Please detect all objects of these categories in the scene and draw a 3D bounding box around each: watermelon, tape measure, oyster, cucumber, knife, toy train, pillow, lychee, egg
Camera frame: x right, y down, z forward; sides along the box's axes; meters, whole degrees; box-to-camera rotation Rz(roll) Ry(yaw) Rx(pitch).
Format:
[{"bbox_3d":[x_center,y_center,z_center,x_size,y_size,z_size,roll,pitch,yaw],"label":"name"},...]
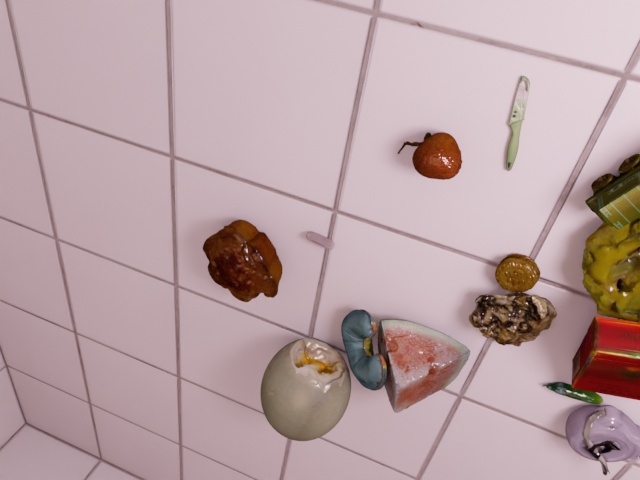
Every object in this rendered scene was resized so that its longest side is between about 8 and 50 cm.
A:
[{"bbox_3d":[0.270,0.361,1.424,0.261,0.201,0.213,13,135,11],"label":"watermelon"},{"bbox_3d":[0.764,0.533,1.373,0.196,0.105,0.178,34,133,-11],"label":"tape measure"},{"bbox_3d":[0.489,0.210,1.285,0.214,0.083,0.223,-15,133,40],"label":"oyster"},{"bbox_3d":[0.684,0.411,1.378,0.155,0.037,0.037,13,126,15],"label":"cucumber"},{"bbox_3d":[0.411,-0.242,1.075,0.030,0.014,0.207,10,124,17],"label":"knife"},{"bbox_3d":[0.628,-0.110,0.987,0.090,0.137,0.225,41,128,-6],"label":"toy train"},{"bbox_3d":[0.127,0.314,1.461,0.214,0.086,0.234,135,123,-71],"label":"pillow"},{"bbox_3d":[0.245,-0.189,1.126,0.140,0.101,0.114,33,124,5],"label":"lychee"},{"bbox_3d":[-0.053,0.478,1.595,0.278,0.278,0.336,26,123,6],"label":"egg"}]

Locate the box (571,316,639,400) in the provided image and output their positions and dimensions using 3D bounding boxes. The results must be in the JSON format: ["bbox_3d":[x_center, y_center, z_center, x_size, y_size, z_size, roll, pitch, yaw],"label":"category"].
[{"bbox_3d":[0.705,0.278,1.163,0.197,0.089,0.313,7,154,21],"label":"box"}]

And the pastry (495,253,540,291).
[{"bbox_3d":[0.478,0.080,1.236,0.097,0.057,0.109,-12,114,36],"label":"pastry"}]

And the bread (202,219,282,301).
[{"bbox_3d":[-0.232,0.059,1.483,0.232,0.135,0.247,-15,115,31],"label":"bread"}]

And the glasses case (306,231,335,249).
[{"bbox_3d":[0.000,0.000,1.406,0.083,0.032,0.021,25,127,6],"label":"glasses case"}]

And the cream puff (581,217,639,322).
[{"bbox_3d":[0.684,0.069,1.055,0.281,0.185,0.282,11,127,15],"label":"cream puff"}]
